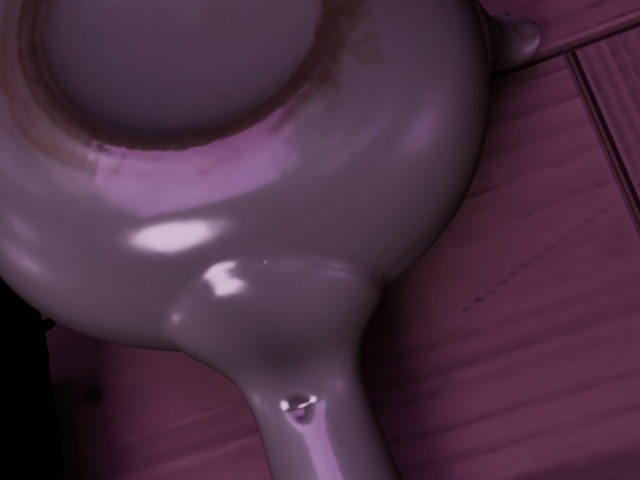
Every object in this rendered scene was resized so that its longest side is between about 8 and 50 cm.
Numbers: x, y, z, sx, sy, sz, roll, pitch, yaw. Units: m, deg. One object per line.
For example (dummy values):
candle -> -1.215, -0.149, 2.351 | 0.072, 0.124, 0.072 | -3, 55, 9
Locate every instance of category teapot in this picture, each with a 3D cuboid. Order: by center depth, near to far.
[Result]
teapot -> -0.038, 0.004, 0.467 | 0.219, 0.149, 0.318 | 5, 66, 12

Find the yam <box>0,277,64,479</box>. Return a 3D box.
yam -> -0.144, 0.150, 0.445 | 0.131, 0.131, 0.280 | -17, 64, 9
